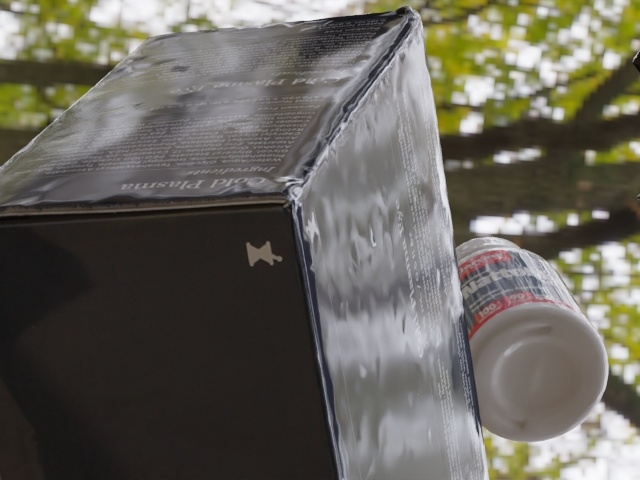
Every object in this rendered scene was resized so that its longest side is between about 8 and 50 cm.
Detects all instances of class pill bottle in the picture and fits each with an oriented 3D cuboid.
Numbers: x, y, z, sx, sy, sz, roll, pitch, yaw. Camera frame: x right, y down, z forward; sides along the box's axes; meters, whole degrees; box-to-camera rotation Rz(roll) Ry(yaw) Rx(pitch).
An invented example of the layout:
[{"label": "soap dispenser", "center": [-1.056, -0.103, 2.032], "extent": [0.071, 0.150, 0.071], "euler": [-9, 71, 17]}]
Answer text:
[{"label": "pill bottle", "center": [0.140, 0.065, 1.452], "extent": [0.180, 0.108, 0.108], "euler": [-112, -143, -68]}]

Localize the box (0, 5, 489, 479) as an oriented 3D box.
[{"label": "box", "center": [-0.034, 0.083, 1.066], "extent": [0.179, 0.312, 0.343], "euler": [-4, -70, 15]}]

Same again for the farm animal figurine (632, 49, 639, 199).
[{"label": "farm animal figurine", "center": [0.228, -0.073, 0.561], "extent": [0.172, 0.330, 0.327], "euler": [53, -44, 18]}]
